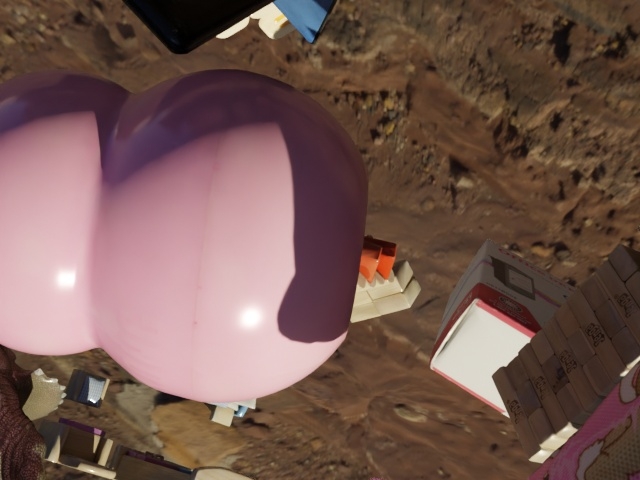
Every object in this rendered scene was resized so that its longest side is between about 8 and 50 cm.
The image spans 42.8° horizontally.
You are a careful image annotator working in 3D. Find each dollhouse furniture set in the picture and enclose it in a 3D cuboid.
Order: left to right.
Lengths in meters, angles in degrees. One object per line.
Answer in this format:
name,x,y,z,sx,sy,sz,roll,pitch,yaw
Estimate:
dollhouse furniture set,-0.172,0.193,1.106,0.198,0.286,0.303,-4,62,46

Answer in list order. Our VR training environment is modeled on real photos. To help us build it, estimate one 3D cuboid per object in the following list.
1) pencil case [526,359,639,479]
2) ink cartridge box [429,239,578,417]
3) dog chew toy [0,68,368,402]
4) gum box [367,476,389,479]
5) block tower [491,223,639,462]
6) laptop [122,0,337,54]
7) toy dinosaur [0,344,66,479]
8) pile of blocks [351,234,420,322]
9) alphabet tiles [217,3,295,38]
pencil case,0.195,0.093,0.296,0.386,0.160,0.167,-55,54,28
ink cartridge box,0.298,0.138,1.198,0.226,0.306,0.131,30,112,4
dog chew toy,-0.141,-0.014,0.510,0.332,0.206,0.207,8,80,-2
gum box,0.113,0.472,1.254,0.107,0.062,0.188,4,88,26
block tower,0.280,0.042,0.628,0.097,0.335,0.091,19,34,-28
laptop,-0.173,-0.308,0.704,0.382,0.236,0.408,46,45,-3
toy dinosaur,-0.244,0.199,0.552,0.121,0.160,0.313,17,80,-12
pile of blocks,0.000,0.000,0.848,0.112,0.362,0.149,-19,73,33
alphabet tiles,-0.098,-0.437,1.283,0.278,0.284,0.021,-26,51,22
